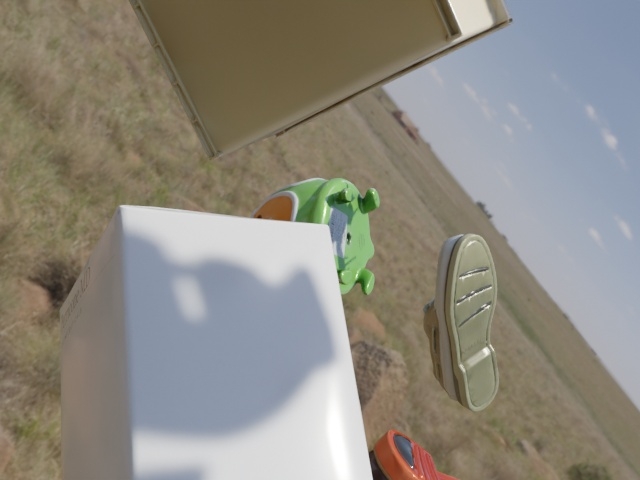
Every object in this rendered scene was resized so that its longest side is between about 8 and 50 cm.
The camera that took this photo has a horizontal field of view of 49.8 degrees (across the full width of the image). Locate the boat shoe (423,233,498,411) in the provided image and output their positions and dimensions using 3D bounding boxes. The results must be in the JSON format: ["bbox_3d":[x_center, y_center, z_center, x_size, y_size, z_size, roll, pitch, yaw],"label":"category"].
[{"bbox_3d":[0.216,0.129,1.117,0.103,0.113,0.302,20,-59,52],"label":"boat shoe"}]

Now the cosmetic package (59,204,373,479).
[{"bbox_3d":[-0.072,0.183,0.442,0.155,0.197,0.365,3,62,-30],"label":"cosmetic package"}]

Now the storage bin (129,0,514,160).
[{"bbox_3d":[-0.026,-0.235,0.571,0.123,0.262,0.260,-38,105,-52],"label":"storage bin"}]

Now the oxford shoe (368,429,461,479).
[{"bbox_3d":[0.132,0.322,0.773,0.271,0.098,0.097,44,12,-16],"label":"oxford shoe"}]

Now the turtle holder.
[{"bbox_3d":[-0.004,-0.016,1.424,0.320,0.227,0.243,-38,125,-60],"label":"turtle holder"}]
